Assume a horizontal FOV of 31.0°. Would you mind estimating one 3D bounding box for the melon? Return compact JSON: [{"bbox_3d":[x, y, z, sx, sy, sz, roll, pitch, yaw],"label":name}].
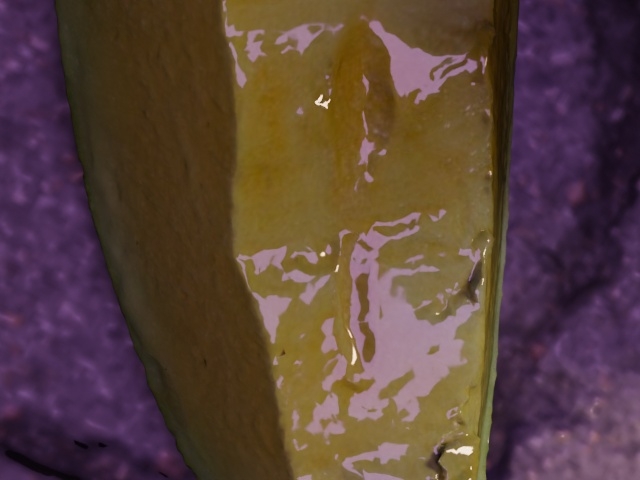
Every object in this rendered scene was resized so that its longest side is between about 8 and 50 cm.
[{"bbox_3d":[0.000,0.000,0.465,0.196,0.124,0.323,-4,97,-11],"label":"melon"}]
